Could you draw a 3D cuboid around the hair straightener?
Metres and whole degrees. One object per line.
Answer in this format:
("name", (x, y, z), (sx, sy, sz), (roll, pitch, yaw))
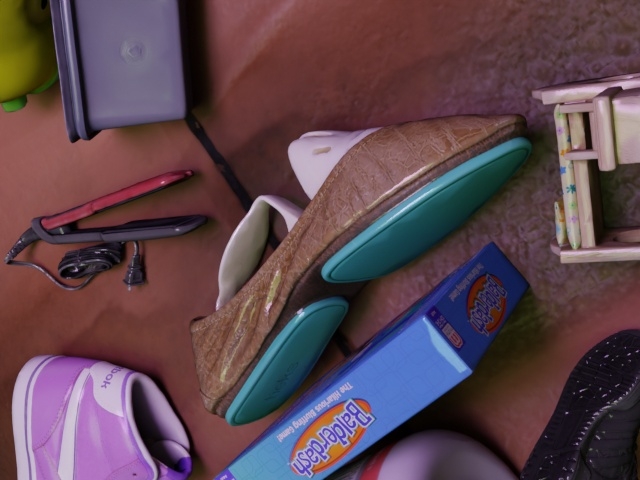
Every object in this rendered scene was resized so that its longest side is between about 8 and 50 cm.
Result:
("hair straightener", (-0.192, 0.007, 0.746), (0.230, 0.047, 0.089), (-14, 98, 29))

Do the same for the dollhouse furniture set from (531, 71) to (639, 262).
("dollhouse furniture set", (0.174, 0.000, 0.499), (0.101, 0.161, 0.181), (-4, 103, 27))

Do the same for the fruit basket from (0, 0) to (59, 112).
("fruit basket", (-0.288, -0.264, 0.583), (0.283, 0.392, 0.392), (-37, 87, 26))

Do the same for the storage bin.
("storage bin", (-0.148, -0.148, 0.661), (0.091, 0.098, 0.135), (-2, 106, -2))

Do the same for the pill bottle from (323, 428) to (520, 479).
("pill bottle", (-0.008, 0.305, 0.654), (0.363, 0.210, 0.210), (-34, 89, 30))

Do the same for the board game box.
("board game box", (0.038, 0.099, 0.597), (0.047, 0.160, 0.210), (50, 120, 4))

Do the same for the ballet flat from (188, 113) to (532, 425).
("ballet flat", (0.000, 0.000, 0.630), (0.342, 0.116, 0.124), (-50, 62, 33))

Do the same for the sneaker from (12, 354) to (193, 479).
("sneaker", (-0.193, 0.249, 0.793), (0.161, 0.102, 0.282), (2, 106, 22))

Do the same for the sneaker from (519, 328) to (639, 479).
("sneaker", (0.191, 0.150, 0.581), (0.089, 0.170, 0.051), (44, 165, -30))
